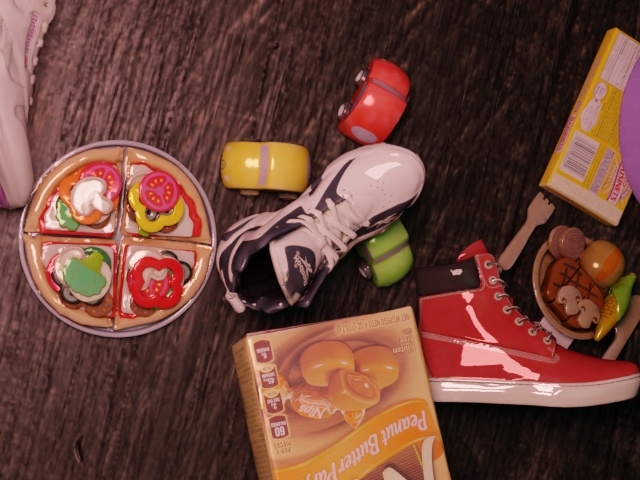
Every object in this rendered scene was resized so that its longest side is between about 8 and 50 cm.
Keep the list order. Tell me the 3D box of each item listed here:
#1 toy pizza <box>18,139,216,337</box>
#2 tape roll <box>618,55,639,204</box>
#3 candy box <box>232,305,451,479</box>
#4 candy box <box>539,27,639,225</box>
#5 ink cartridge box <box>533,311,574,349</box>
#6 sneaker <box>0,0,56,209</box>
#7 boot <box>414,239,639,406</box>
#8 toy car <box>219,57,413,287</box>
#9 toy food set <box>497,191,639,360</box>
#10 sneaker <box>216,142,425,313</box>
[{"bbox_3d":[-0.202,-0.002,1.215,0.201,0.032,0.201,0,89,-17],"label":"toy pizza"},{"bbox_3d":[0.481,-0.128,1.385,0.275,0.090,0.275,-1,93,-23],"label":"tape roll"},{"bbox_3d":[0.033,0.239,1.227,0.183,0.087,0.316,-10,80,-16],"label":"candy box"},{"bbox_3d":[0.337,-0.131,1.387,0.105,0.027,0.206,29,81,-19],"label":"candy box"},{"bbox_3d":[0.243,0.125,1.354,0.048,0.028,0.083,42,78,-13],"label":"ink cartridge box"},{"bbox_3d":[-0.301,-0.183,1.144,0.152,0.114,0.305,-20,105,-37],"label":"sneaker"},{"bbox_3d":[0.221,0.088,1.288,0.244,0.088,0.176,2,86,8],"label":"boot"},{"bbox_3d":[0.039,-0.054,1.280,0.239,0.053,0.225,-31,98,-15],"label":"toy car"},{"bbox_3d":[0.294,0.046,1.351,0.192,0.038,0.132,44,61,-12],"label":"toy food set"},{"bbox_3d":[0.000,0.000,1.170,0.235,0.153,0.094,-22,114,11],"label":"sneaker"}]
